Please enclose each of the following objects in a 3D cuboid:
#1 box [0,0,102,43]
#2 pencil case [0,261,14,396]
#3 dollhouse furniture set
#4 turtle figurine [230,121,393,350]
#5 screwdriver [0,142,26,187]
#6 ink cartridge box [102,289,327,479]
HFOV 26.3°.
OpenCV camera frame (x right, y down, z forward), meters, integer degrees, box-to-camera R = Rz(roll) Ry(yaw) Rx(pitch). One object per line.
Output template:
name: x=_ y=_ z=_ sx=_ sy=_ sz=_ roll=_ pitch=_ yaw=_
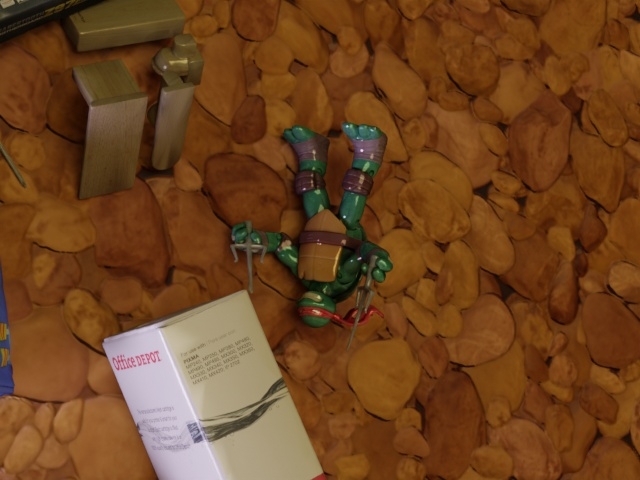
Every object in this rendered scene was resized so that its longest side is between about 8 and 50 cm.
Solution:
box: x=-0.307 y=-0.289 z=1.300 sx=0.232 sy=0.059 sz=0.183 roll=-28 pitch=82 yaw=-28
pencil case: x=-0.349 y=-0.001 z=1.211 sx=0.133 sy=0.119 sz=0.306 roll=0 pitch=80 yaw=-56
dollhouse furniture set: x=-0.195 y=-0.149 z=1.366 sx=0.144 sy=0.123 sz=0.151 roll=-14 pitch=53 yaw=-28
turtle figurine: x=0.000 y=0.000 z=1.393 sx=0.175 sy=0.118 sz=0.234 roll=4 pitch=74 yaw=16
screwdriver: x=-0.327 y=-0.123 z=1.306 sx=0.024 sy=0.025 sz=0.170 roll=-36 pitch=107 yaw=-27
ink cartridge box: x=-0.095 y=0.177 z=1.279 sx=0.100 sy=0.172 sz=0.237 roll=-23 pitch=92 yaw=-28
